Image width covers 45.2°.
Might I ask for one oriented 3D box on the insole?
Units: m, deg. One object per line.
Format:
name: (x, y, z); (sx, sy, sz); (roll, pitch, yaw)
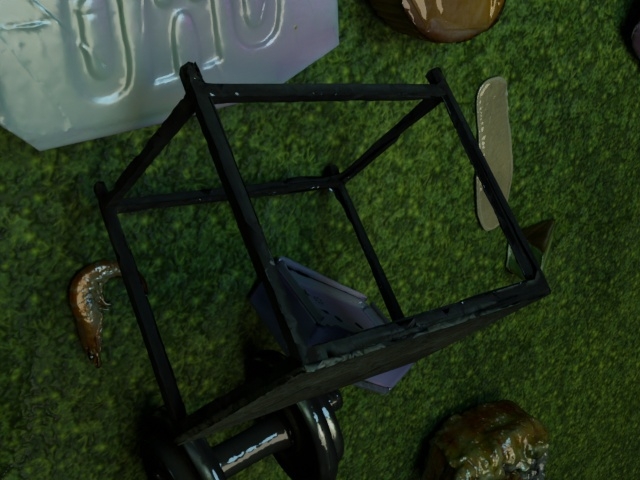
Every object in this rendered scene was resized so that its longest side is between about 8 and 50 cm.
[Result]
insole: (0.261, -0.127, 1.155); (0.081, 0.011, 0.248); (-26, 125, -26)

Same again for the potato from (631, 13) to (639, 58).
potato: (0.636, -0.410, 1.205); (0.229, 0.229, 0.266); (36, 72, -43)

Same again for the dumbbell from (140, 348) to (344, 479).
dumbbell: (-0.094, 0.255, 0.942); (0.289, 0.192, 0.192); (-24, 124, -27)

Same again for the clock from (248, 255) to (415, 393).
clock: (0.017, 0.110, 0.987); (0.193, 0.145, 0.073); (26, 106, -42)

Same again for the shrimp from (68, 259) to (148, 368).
shrimp: (-0.235, 0.082, 0.856); (0.091, 0.025, 0.127); (-9, 113, -37)

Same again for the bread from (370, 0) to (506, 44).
bread: (0.138, -0.332, 0.898); (0.199, 0.104, 0.199); (-13, 116, -29)

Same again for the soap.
soap: (-0.152, -0.222, 0.713); (0.346, 0.115, 0.208); (-20, 123, -30)

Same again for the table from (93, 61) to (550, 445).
table: (0.000, 0.000, 0.766); (0.335, 0.272, 0.222); (-10, 160, -42)

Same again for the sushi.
sushi: (0.298, 0.386, 1.346); (0.274, 0.139, 0.184); (-15, 122, -25)

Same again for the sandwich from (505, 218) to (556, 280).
sandwich: (0.375, 0.019, 1.273); (0.116, 0.074, 0.074); (-18, 122, -31)
